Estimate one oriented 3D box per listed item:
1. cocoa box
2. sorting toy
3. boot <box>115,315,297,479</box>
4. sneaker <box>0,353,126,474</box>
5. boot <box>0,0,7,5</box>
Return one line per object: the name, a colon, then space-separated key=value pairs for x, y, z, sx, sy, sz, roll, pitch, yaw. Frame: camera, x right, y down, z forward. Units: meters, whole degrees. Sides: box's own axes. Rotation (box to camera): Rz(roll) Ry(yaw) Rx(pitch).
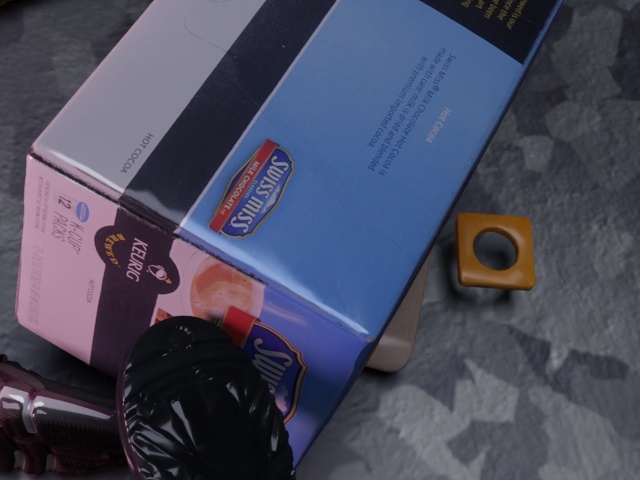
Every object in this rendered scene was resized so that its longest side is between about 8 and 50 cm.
cocoa box: x=-0.017 y=-0.062 z=0.879 sx=0.228 sy=0.231 sz=0.347 roll=30 pitch=57 yaw=3
sorting toy: x=0.000 y=0.000 z=1.026 sx=0.348 sy=0.047 sz=0.196 roll=15 pitch=63 yaw=-2
boot: x=-0.082 y=0.186 z=0.788 sx=0.094 sy=0.207 sz=0.246 roll=-24 pitch=84 yaw=-33
sneaker: x=-0.258 y=0.066 z=0.906 sx=0.281 sy=0.106 sz=0.162 roll=9 pitch=56 yaw=-5
boot: x=-0.221 y=-0.248 z=1.111 sx=0.229 sy=0.091 sz=0.263 roll=-34 pitch=68 yaw=-20
